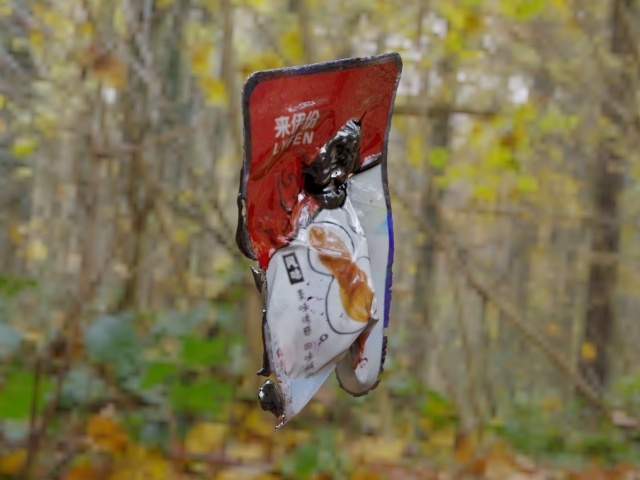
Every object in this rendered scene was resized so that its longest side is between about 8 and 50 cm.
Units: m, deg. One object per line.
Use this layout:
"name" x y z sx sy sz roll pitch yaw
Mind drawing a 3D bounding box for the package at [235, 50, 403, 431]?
"package" 0.000 0.000 1.386 0.071 0.269 0.194 1 12 29
